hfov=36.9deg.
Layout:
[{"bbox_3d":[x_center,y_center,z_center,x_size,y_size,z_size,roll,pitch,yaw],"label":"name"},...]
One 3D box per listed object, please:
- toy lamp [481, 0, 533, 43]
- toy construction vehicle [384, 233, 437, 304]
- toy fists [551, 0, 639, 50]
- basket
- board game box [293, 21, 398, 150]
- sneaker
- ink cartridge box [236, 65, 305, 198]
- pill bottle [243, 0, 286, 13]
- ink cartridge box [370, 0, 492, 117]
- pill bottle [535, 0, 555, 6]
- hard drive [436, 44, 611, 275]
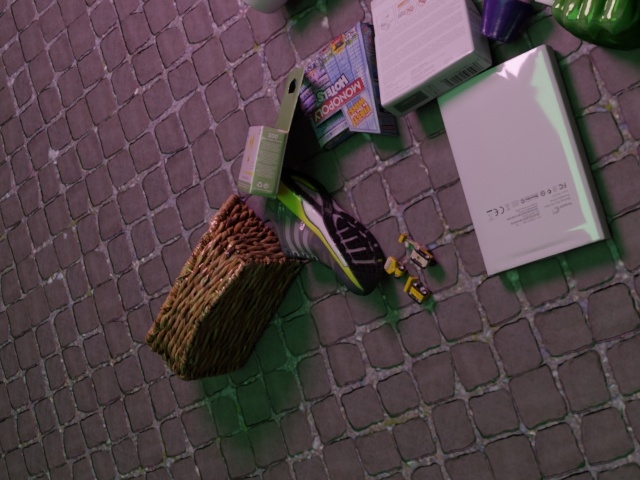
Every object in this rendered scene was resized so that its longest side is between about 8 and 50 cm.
[{"bbox_3d":[0.313,-0.437,1.453,0.080,0.080,0.275,28,110,34],"label":"toy lamp"},{"bbox_3d":[0.158,0.046,1.624,0.098,0.035,0.086,40,126,33],"label":"toy construction vehicle"},{"bbox_3d":[0.455,-0.307,1.304,0.279,0.142,0.096,18,103,36],"label":"toy fists"},{"bbox_3d":[-0.222,0.086,1.807,0.223,0.213,0.299,45,117,27],"label":"basket"},{"bbox_3d":[0.049,-0.245,1.679,0.194,0.060,0.194,-32,72,34],"label":"board game box"},{"bbox_3d":[0.000,0.000,1.710,0.300,0.111,0.121,51,127,34],"label":"sneaker"},{"bbox_3d":[-0.091,-0.198,1.721,0.171,0.056,0.235,-152,72,-76],"label":"ink cartridge box"},{"bbox_3d":[-0.039,-0.540,1.674,0.283,0.160,0.160,-39,68,32],"label":"pill bottle"},{"bbox_3d":[0.177,-0.343,1.582,0.189,0.066,0.232,-28,48,35],"label":"ink cartridge box"},{"bbox_3d":[0.367,-0.403,1.417,0.067,0.067,0.120,29,109,34],"label":"pill bottle"},{"bbox_3d":[0.310,-0.120,1.490,0.203,0.040,0.308,-21,78,37],"label":"hard drive"}]
